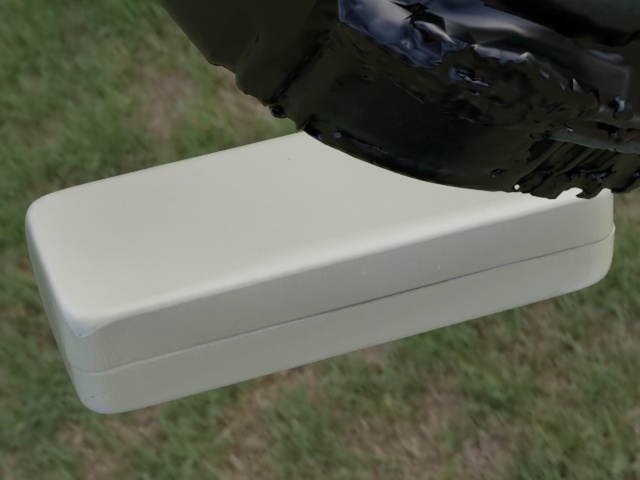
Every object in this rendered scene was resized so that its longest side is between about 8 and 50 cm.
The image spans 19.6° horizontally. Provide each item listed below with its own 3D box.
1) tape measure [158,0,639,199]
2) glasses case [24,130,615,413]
[{"bbox_3d":[0.040,-0.103,0.393,0.186,0.112,0.199,2,63,-25],"label":"tape measure"},{"bbox_3d":[0.000,0.000,1.032,0.313,0.070,0.131,-14,37,-14],"label":"glasses case"}]
